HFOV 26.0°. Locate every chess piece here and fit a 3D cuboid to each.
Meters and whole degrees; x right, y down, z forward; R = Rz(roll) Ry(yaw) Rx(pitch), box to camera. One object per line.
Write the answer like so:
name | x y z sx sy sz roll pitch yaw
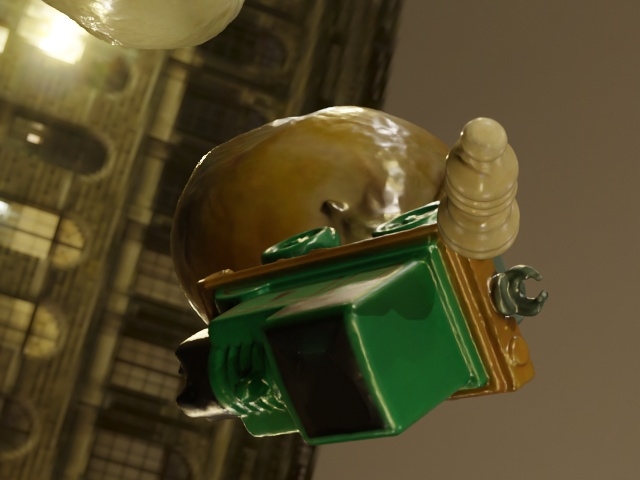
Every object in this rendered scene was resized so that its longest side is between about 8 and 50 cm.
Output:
chess piece | 0.064 -0.024 0.551 0.092 0.035 0.035 77 24 -68

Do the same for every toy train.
toy train | 0.007 0.049 0.690 0.228 0.091 0.136 -14 -169 40

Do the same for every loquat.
loquat | 0.000 0.000 0.937 0.227 0.179 0.179 -4 -116 38

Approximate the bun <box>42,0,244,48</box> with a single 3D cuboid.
bun | -0.108 -0.180 0.620 0.222 0.127 0.222 -11 90 -87
